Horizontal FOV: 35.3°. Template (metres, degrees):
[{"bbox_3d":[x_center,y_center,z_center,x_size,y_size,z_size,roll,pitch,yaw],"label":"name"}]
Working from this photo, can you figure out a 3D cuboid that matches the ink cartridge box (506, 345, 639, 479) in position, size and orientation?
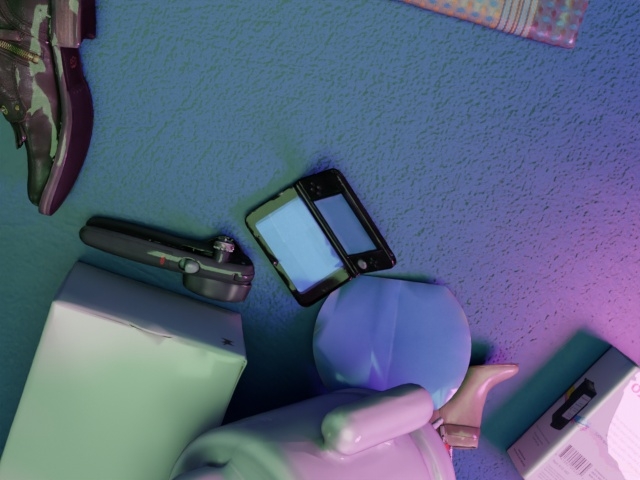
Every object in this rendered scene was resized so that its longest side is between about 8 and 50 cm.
[{"bbox_3d":[0.318,0.226,1.120,0.127,0.072,0.175,42,96,-12],"label":"ink cartridge box"}]

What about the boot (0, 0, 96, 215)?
[{"bbox_3d":[-0.341,-0.164,0.974,0.228,0.091,0.263,6,99,-1],"label":"boot"}]

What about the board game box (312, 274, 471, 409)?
[{"bbox_3d":[0.077,0.110,1.087,0.168,0.033,0.133,7,80,3],"label":"board game box"}]

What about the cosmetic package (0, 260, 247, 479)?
[{"bbox_3d":[-0.225,0.231,1.031,0.196,0.155,0.366,20,100,-10],"label":"cosmetic package"}]

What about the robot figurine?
[{"bbox_3d":[-0.004,0.252,0.950,0.200,0.353,0.300,50,121,25],"label":"robot figurine"}]

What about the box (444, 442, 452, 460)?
[{"bbox_3d":[0.089,0.314,1.139,0.114,0.036,0.207,-1,103,-5],"label":"box"}]

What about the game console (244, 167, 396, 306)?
[{"bbox_3d":[0.000,0.000,1.040,0.071,0.107,0.122,-42,106,-31],"label":"game console"}]

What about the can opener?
[{"bbox_3d":[-0.156,0.015,1.036,0.186,0.059,0.073,17,102,-9],"label":"can opener"}]

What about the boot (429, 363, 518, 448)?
[{"bbox_3d":[0.161,0.182,1.093,0.118,0.042,0.087,-10,68,14],"label":"boot"}]

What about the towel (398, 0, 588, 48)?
[{"bbox_3d":[0.117,-0.365,0.984,0.370,0.040,0.272,14,102,-10],"label":"towel"}]
